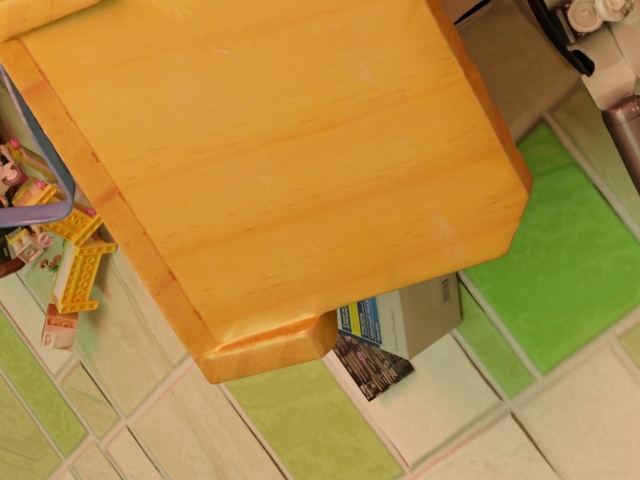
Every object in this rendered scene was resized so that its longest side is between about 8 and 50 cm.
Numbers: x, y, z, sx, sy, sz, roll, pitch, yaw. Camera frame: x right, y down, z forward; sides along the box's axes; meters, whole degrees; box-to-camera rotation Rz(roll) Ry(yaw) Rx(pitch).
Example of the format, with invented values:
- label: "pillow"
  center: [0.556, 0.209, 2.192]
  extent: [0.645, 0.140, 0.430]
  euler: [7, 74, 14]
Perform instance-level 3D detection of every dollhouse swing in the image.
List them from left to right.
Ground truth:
- label: "dollhouse swing"
  center: [-0.035, -0.122, 1.365]
  extent: [0.305, 0.315, 0.347]
  euler: [-26, 113, 12]

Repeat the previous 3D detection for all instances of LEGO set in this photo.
- label: "LEGO set"
  center: [-0.300, -0.009, 1.925]
  extent: [0.107, 0.132, 0.287]
  euler: [51, 169, 37]

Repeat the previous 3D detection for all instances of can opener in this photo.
- label: "can opener"
  center: [0.240, -0.091, 1.302]
  extent: [0.280, 0.074, 0.093]
  euler: [62, 177, -2]

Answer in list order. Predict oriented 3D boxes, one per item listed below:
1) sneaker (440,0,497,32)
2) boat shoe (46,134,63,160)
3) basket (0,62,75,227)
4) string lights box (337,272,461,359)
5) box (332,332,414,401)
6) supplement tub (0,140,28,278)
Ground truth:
- label: "sneaker"
  center: [-0.018, -0.224, 1.433]
  extent: [0.236, 0.130, 0.323]
  euler: [57, 148, -5]
- label: "boat shoe"
  center: [-0.197, -0.093, 1.781]
  extent: [0.099, 0.116, 0.319]
  euler: [-42, 69, 9]
- label: "basket"
  center: [-0.400, -0.089, 1.685]
  extent: [0.289, 0.201, 0.254]
  euler: [-12, 135, 9]
- label: "string lights box"
  center: [0.000, 0.000, 1.611]
  extent: [0.260, 0.077, 0.133]
  euler: [19, 129, 40]
- label: "box"
  center: [0.043, 0.104, 1.682]
  extent: [0.083, 0.018, 0.067]
  euler: [54, 142, 6]
- label: "supplement tub"
  center: [-0.393, -0.057, 1.990]
  extent: [0.106, 0.106, 0.198]
  euler: [11, 123, 44]
